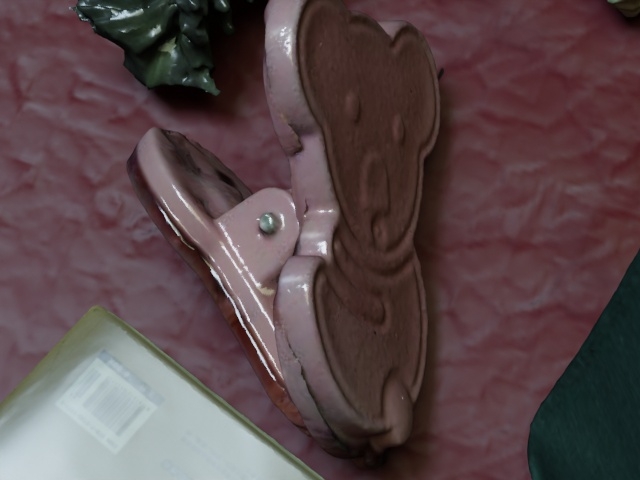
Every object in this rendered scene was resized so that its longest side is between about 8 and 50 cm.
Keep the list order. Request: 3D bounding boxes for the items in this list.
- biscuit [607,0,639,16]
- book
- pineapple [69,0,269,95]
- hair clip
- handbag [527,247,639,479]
[{"bbox_3d":[0.163,-0.183,0.593,0.199,0.040,0.121,-34,73,23],"label":"biscuit"},{"bbox_3d":[-0.089,0.133,0.535,0.138,0.016,0.199,38,73,15],"label":"book"},{"bbox_3d":[-0.017,-0.142,0.608,0.108,0.108,0.198,26,81,12],"label":"pineapple"},{"bbox_3d":[0.009,-0.006,0.544,0.102,0.123,0.138,-40,64,16],"label":"hair clip"},{"bbox_3d":[0.152,0.151,0.405,0.089,0.238,0.326,-12,68,-8],"label":"handbag"}]
